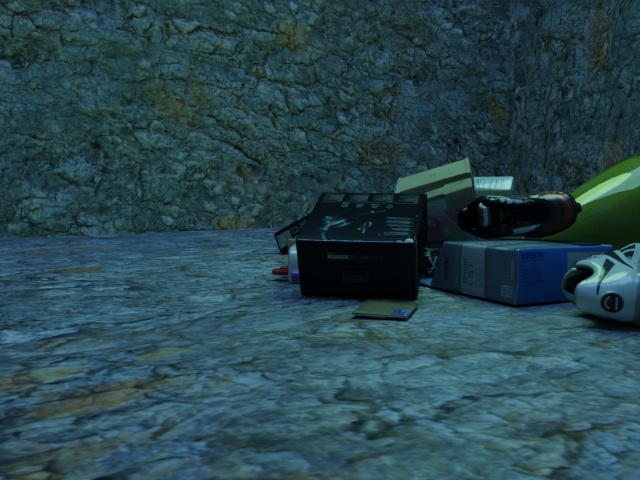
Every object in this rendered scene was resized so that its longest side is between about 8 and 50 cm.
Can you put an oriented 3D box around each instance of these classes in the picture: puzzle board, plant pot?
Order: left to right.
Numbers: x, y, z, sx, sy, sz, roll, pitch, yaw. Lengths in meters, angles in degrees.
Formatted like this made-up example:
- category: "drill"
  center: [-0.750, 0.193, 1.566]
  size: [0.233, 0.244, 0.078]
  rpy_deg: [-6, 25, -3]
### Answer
- category: "puzzle board"
  center: [0.117, 0.123, 1.203]
  size: [0.096, 0.011, 0.128]
  rpy_deg: [2, 6, 16]
- category: "plant pot"
  center: [0.642, -0.021, 1.591]
  size: [0.293, 0.275, 0.275]
  rpy_deg: [-19, 6, -3]

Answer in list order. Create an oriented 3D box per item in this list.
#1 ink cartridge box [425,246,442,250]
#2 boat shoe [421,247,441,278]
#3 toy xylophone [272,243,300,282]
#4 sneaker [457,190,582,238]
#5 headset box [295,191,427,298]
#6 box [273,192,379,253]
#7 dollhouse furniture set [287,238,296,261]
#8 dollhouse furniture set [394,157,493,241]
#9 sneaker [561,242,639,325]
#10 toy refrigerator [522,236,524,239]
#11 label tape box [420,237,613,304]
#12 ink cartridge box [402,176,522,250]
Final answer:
- category: "ink cartridge box"
  center: [0.223, 0.048, 1.799]
  size: [0.209, 0.062, 0.109]
  rpy_deg: [4, 6, 38]
- category: "boat shoe"
  center: [0.268, 0.053, 1.645]
  size: [0.219, 0.078, 0.070]
  rpy_deg: [-1, 3, -30]
- category: "toy xylophone"
  center: [0.024, 0.047, 1.703]
  size: [0.236, 0.081, 0.322]
  rpy_deg: [1, 5, 14]
- category: "sneaker"
  center: [0.412, -0.052, 1.461]
  size: [0.135, 0.098, 0.276]
  rpy_deg: [-2, -2, -42]
- category: "headset box"
  center: [0.096, 0.006, 1.448]
  size: [0.246, 0.131, 0.283]
  rpy_deg: [1, 25, 12]
- category: "box"
  center: [0.033, -0.059, 2.261]
  size: [0.307, 0.076, 0.242]
  rpy_deg: [-30, -13, 32]
- category: "dollhouse furniture set"
  center: [0.000, 0.000, 1.988]
  size: [0.183, 0.129, 0.129]
  rpy_deg: [0, 5, 1]
- category: "dollhouse furniture set"
  center: [0.335, -0.019, 1.772]
  size: [0.198, 0.303, 0.286]
  rpy_deg: [-16, 18, 16]
- category: "sneaker"
  center: [0.503, 0.066, 1.195]
  size: [0.146, 0.122, 0.330]
  rpy_deg: [4, 5, 22]
- category: "toy refrigerator"
  center: [0.658, -0.004, 2.176]
  size: [0.094, 0.102, 0.269]
  rpy_deg: [0, 4, -3]
- category: "label tape box"
  center: [0.395, 0.052, 1.446]
  size: [0.249, 0.115, 0.347]
  rpy_deg: [-2, 7, -25]
- category: "ink cartridge box"
  center: [0.420, -0.046, 2.009]
  size: [0.324, 0.330, 0.071]
  rpy_deg: [1, 44, 25]
